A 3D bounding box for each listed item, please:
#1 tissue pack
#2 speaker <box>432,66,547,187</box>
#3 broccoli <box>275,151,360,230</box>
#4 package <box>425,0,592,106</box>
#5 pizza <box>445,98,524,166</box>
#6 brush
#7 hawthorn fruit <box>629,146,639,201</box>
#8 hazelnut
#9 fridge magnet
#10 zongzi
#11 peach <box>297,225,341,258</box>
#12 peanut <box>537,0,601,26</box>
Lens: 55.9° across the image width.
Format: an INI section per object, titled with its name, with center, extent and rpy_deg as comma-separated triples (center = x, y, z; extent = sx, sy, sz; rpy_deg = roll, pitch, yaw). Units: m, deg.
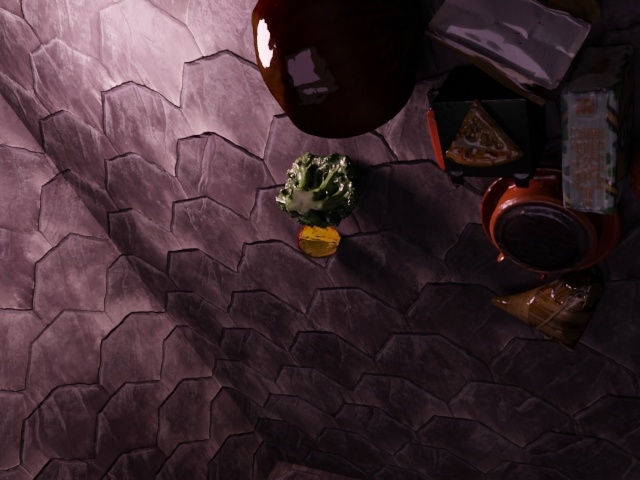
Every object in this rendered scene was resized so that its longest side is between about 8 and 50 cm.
[tissue pack]
center = 0.624, -0.249, 1.355
extent = 0.128, 0.228, 0.310
rpy_deg = 8, 134, 32
[speaker]
center = 0.432, -0.284, 1.501
extent = 0.232, 0.184, 0.254
rpy_deg = 5, 134, 32
[broccoli]
center = -0.011, -0.150, 1.926
extent = 0.295, 0.245, 0.265
rpy_deg = -18, 100, 19
[package]
center = 0.394, -0.431, 1.331
extent = 0.311, 0.165, 0.221
rpy_deg = 30, -177, 10
[pizza]
center = 0.382, -0.243, 1.406
extent = 0.185, 0.036, 0.176
rpy_deg = 13, 136, 25
[brush]
center = 0.348, -0.272, 1.677
extent = 0.070, 0.051, 0.323
rpy_deg = 2, 130, 32
[hawthorn fruit]
center = 0.801, -0.143, 1.319
extent = 0.231, 0.235, 0.263
rpy_deg = 48, 133, 30
[hazelnut]
center = 0.028, -0.459, 1.475
extent = 0.402, 0.402, 0.429
rpy_deg = -2, 116, 38
[fridge magnet]
center = 0.610, -0.044, 1.627
extent = 0.364, 0.155, 0.363
rpy_deg = 20, 139, 19
[zongzi]
center = 0.676, 0.161, 1.818
extent = 0.288, 0.134, 0.286
rpy_deg = 26, 134, 24
[peach]
center = 0.001, -0.006, 2.170
extent = 0.172, 0.092, 0.127
rpy_deg = -9, 129, 27
[peanut]
center = 0.506, -0.506, 1.298
extent = 0.193, 0.089, 0.089
rpy_deg = 25, 140, 13
